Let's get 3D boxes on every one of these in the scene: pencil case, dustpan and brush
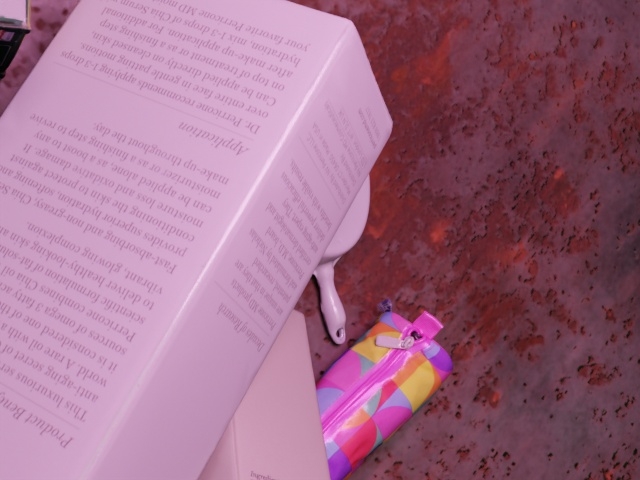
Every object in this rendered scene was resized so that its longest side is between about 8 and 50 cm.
[{"bbox_3d":[0.024,0.167,0.938,0.236,0.104,0.104,-44,106,-18],"label":"pencil case"},{"bbox_3d":[0.000,0.000,0.960,0.147,0.060,0.211,-19,90,-35],"label":"dustpan and brush"}]

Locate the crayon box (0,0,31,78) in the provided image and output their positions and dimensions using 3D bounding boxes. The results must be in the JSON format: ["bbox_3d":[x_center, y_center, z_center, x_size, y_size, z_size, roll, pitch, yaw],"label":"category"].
[{"bbox_3d":[-0.272,-0.304,0.763,0.081,0.202,0.318,3,87,-23],"label":"crayon box"}]

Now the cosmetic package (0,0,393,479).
[{"bbox_3d":[-0.155,0.026,0.738,0.230,0.161,0.453,24,75,24],"label":"cosmetic package"}]

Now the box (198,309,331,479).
[{"bbox_3d":[-0.064,0.172,0.811,0.113,0.094,0.275,29,35,-35],"label":"box"}]
